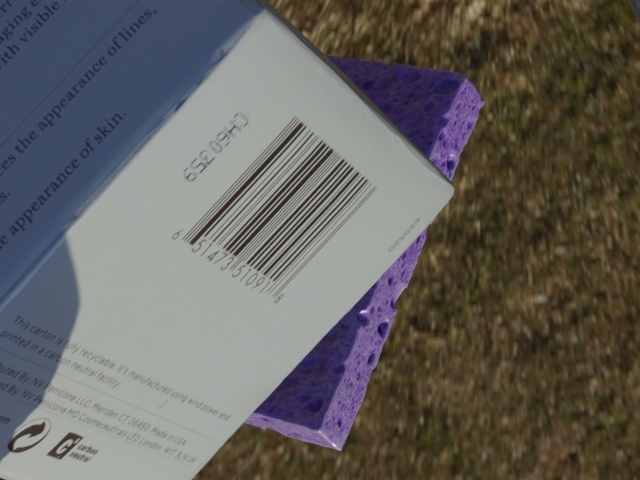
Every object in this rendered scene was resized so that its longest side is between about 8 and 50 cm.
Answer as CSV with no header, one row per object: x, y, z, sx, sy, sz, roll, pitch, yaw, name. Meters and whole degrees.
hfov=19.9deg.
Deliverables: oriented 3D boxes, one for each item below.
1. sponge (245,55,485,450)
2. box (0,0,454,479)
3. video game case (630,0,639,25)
0.000,0.000,0.977,0.117,0.031,0.210,10,70,39,sponge
-0.077,-0.015,0.636,0.182,0.181,0.119,-47,61,4,box
0.150,-0.066,0.544,0.026,0.227,0.206,-19,80,-10,video game case
